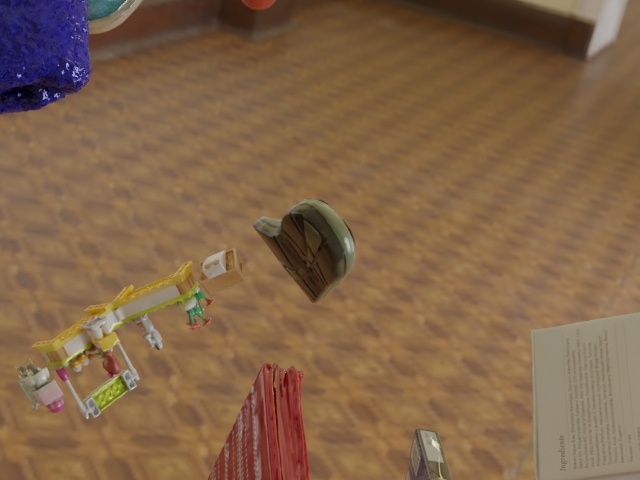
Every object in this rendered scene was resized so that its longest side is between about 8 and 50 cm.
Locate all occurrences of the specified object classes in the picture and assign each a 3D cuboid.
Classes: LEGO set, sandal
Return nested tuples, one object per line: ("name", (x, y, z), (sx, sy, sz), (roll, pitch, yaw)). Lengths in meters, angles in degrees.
("LEGO set", (-0.204, 0.116, 1.552), (0.287, 0.107, 0.132), (-30, 14, -17))
("sandal", (0.001, 0.001, 1.563), (0.120, 0.086, 0.303), (53, -14, -6))

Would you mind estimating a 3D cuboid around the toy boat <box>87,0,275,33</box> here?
("toy boat", (-0.189, -0.344, 1.500), (0.318, 0.267, 0.148), (17, -16, 6))

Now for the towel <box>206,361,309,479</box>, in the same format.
("towel", (-0.068, 0.245, 0.998), (0.031, 0.274, 0.199), (15, 34, -16))

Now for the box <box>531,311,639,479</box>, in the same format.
("box", (0.285, 0.197, 1.327), (0.119, 0.181, 0.181), (-11, 48, 19))

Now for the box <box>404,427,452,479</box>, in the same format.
("box", (0.122, 0.369, 1.722), (0.037, 0.225, 0.136), (9, 19, -7))

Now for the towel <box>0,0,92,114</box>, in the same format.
("towel", (-0.273, -0.225, 0.865), (0.228, 0.308, 0.076), (-9, -14, -3))
